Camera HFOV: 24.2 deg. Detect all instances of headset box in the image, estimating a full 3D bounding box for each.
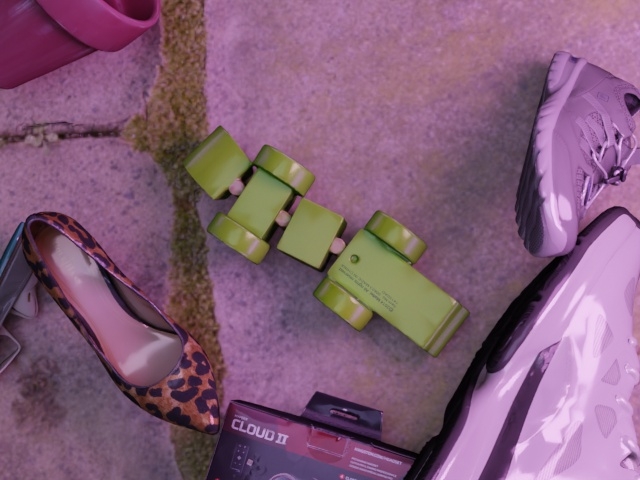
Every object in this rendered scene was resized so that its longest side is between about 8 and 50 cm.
[{"bbox_3d":[-0.014,0.301,1.490,0.218,0.110,0.293,15,85,12],"label":"headset box"}]

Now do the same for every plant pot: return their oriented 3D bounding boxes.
[{"bbox_3d":[-0.302,-0.263,1.592,0.180,0.201,0.201,-32,77,21],"label":"plant pot"}]

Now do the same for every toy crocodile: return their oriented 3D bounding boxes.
[{"bbox_3d":[0.000,0.000,1.543,0.341,0.105,0.115,33,89,8],"label":"toy crocodile"}]

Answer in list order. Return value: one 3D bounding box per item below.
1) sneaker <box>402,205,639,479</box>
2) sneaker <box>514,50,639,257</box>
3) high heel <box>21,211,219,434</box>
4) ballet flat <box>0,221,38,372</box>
[{"bbox_3d":[0.254,0.191,1.404,0.257,0.169,0.447,35,63,1],"label":"sneaker"},{"bbox_3d":[0.258,-0.087,1.436,0.115,0.105,0.281,14,45,7],"label":"sneaker"},{"bbox_3d":[-0.203,0.083,1.483,0.093,0.186,0.261,-42,59,-4],"label":"high heel"},{"bbox_3d":[-0.344,0.083,1.614,0.068,0.072,0.213,30,89,-14],"label":"ballet flat"}]
